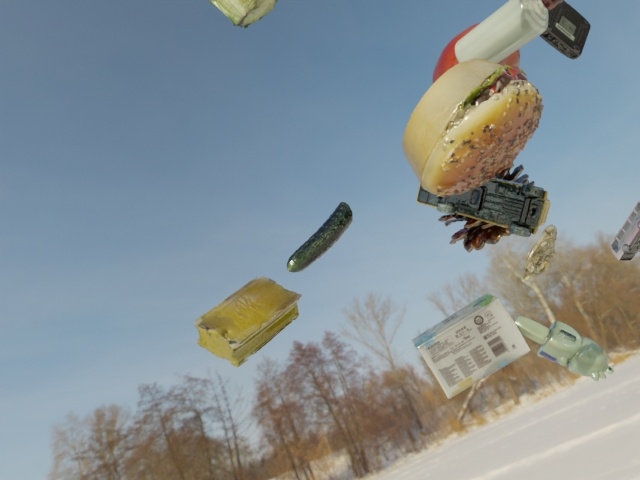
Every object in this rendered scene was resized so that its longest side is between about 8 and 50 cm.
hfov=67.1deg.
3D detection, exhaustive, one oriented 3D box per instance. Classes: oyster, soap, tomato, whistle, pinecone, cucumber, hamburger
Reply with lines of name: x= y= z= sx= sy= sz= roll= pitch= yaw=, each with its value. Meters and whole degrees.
oyster: x=0.356 y=0.024 z=0.765 sx=0.081 sy=0.038 sz=0.083 roll=-54 pitch=-14 yaw=-32
soap: x=-0.161 y=0.176 z=1.104 sx=0.233 sy=0.135 sz=0.076 roll=-33 pitch=-43 yaw=-47
tomato: x=0.440 y=-0.500 z=1.394 sx=0.259 sy=0.180 sz=0.260 roll=-27 pitch=-19 yaw=-10
whistle: x=0.588 y=0.258 z=1.176 sx=0.110 sy=0.244 sz=0.092 roll=-48 pitch=-23 yaw=-38
pinecone: x=0.550 y=-0.171 z=1.689 sx=0.384 sy=0.384 sz=0.384 roll=-20 pitch=-25 yaw=-10
cucumber: x=-0.263 y=-0.726 z=1.310 sx=0.145 sy=0.325 sz=0.105 roll=-45 pitch=-6 yaw=25
hamburger: x=0.311 y=-0.220 z=0.982 sx=0.300 sy=0.176 sz=0.300 roll=-31 pitch=-28 yaw=-19
cucumber: x=0.000 y=0.000 z=1.078 sx=0.215 sy=0.058 sz=0.052 roll=-46 pitch=20 yaw=-29

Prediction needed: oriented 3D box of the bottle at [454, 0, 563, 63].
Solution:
bottle: x=0.431 y=-0.483 z=1.101 sx=0.104 sy=0.104 sz=0.245 roll=-5 pitch=-13 yaw=-36

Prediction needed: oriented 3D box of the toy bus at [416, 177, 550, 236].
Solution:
toy bus: x=0.410 y=-0.110 z=1.229 sx=0.123 sy=0.335 sz=0.121 roll=-4 pitch=-70 yaw=-46

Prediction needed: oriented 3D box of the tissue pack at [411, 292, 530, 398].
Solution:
tissue pack: x=0.363 y=0.252 z=1.204 sx=0.229 sy=0.159 sz=0.145 roll=-33 pitch=3 yaw=3

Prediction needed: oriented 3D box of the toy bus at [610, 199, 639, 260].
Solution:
toy bus: x=0.637 y=-0.019 z=0.977 sx=0.037 sy=0.052 sz=0.131 roll=0 pitch=-51 yaw=-10

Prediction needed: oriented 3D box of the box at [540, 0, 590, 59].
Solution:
box: x=0.581 y=-0.508 z=1.145 sx=0.125 sy=0.126 sz=0.027 roll=-62 pitch=10 yaw=-20
